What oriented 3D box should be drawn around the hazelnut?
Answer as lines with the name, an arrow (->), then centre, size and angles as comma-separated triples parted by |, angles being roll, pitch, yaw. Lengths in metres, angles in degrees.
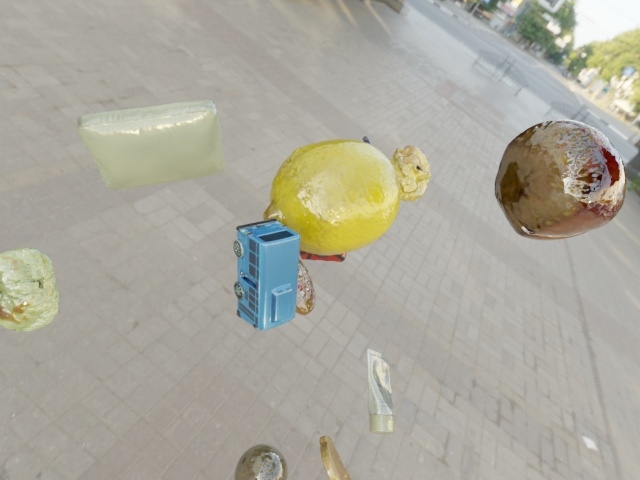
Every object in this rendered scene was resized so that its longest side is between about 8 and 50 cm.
hazelnut -> 0.406, -0.096, 0.715 | 0.208, 0.208, 0.208 | 24, 35, -18

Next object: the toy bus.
toy bus -> -0.095, 0.066, 0.774 | 0.090, 0.185, 0.106 | -16, 30, -38

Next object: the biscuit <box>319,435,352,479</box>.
biscuit -> 0.049, 0.620, 1.113 | 0.226, 0.036, 0.166 | 64, 3, 5

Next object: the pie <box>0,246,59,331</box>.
pie -> -0.883, 0.149, 1.259 | 0.200, 0.248, 0.090 | -7, 7, -7

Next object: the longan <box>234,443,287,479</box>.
longan -> -0.112, 0.439, 0.802 | 0.106, 0.106, 0.119 | 33, 20, -4

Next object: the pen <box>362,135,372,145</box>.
pen -> 0.183, -0.304, 1.502 | 0.025, 0.025, 0.204 | 55, 6, 27

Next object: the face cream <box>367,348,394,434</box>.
face cream -> 0.174, 0.436, 1.251 | 0.114, 0.070, 0.224 | 34, 48, -41

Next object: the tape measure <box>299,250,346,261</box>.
tape measure -> 0.001, 0.000, 2.021 | 0.252, 0.261, 0.114 | 4, 55, 15

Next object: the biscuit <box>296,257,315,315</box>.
biscuit -> -0.107, 0.126, 1.507 | 0.257, 0.049, 0.273 | 37, 25, -39

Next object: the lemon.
lemon -> 0.026, -0.090, 0.920 | 0.319, 0.245, 0.245 | -18, 56, -20

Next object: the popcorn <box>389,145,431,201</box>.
popcorn -> 0.270, -0.210, 1.363 | 0.179, 0.170, 0.180 | 11, 70, -34

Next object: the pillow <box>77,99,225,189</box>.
pillow -> -0.413, -0.237, 1.106 | 0.321, 0.256, 0.120 | -10, 61, -12
